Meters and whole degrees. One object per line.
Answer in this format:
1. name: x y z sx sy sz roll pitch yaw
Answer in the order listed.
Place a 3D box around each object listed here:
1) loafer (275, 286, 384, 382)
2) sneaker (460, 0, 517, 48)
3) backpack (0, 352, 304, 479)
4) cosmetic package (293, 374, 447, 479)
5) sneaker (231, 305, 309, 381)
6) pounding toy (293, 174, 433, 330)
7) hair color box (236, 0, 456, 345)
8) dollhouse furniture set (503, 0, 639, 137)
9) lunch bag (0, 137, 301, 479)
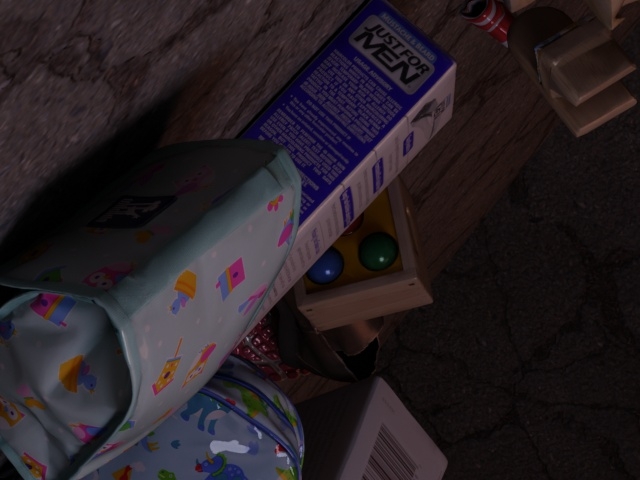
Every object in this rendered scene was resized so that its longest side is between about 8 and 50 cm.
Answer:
1. loafer: 0.023 0.055 2.119 0.134 0.130 0.366 -59 163 -21
2. sneaker: 0.186 -0.259 2.057 0.042 0.067 0.118 -52 -159 10
3. backpack: -0.167 0.270 1.852 0.355 0.290 0.273 -53 -174 -17
4. cosmetic package: -0.089 0.352 2.231 0.453 0.161 0.230 -22 -153 34
5. sneaker: -0.009 0.082 2.360 0.299 0.121 0.112 -35 -165 -28
6. pounding toy: -0.007 -0.007 1.894 0.206 0.181 0.094 -15 157 10
7. hair color box: -0.024 -0.051 1.687 0.339 0.110 0.185 -45 170 -7
8. dollhouse furniture set: 0.309 -0.359 1.625 0.394 0.256 0.362 -31 154 -6
9. lunch bag: -0.138 0.044 1.372 0.223 0.160 0.262 -40 174 -39
